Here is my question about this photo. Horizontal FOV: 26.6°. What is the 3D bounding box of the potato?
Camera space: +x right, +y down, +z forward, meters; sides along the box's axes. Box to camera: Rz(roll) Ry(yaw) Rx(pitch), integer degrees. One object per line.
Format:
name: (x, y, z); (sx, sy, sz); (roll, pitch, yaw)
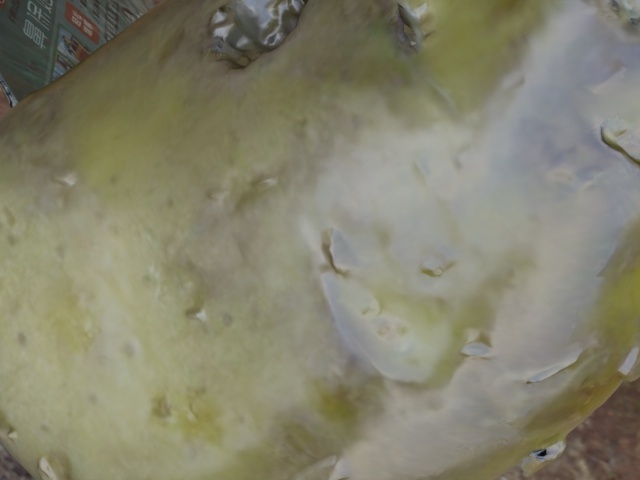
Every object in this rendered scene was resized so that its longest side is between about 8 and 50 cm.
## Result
potato: (0.000, 0.000, 0.439); (0.141, 0.296, 0.191); (-16, 76, -58)

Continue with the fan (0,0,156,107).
fan: (-0.067, -0.045, 0.648); (0.012, 0.223, 0.294); (-39, 93, 18)
